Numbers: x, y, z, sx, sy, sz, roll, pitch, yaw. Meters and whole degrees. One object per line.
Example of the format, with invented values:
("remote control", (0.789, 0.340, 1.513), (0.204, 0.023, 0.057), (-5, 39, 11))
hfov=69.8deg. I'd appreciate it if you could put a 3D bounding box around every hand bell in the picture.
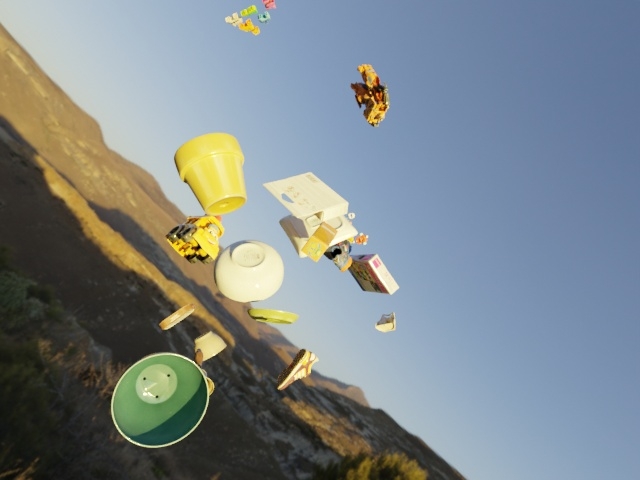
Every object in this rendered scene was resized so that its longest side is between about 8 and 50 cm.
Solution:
("hand bell", (-0.518, 0.543, 1.957), (0.126, 0.126, 0.242), (56, 5, -28))

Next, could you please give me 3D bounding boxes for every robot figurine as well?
("robot figurine", (0.234, -0.680, 2.174), (0.211, 0.085, 0.291), (117, -37, -51))

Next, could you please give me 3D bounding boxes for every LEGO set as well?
("LEGO set", (-0.275, -0.930, 1.941), (0.093, 0.227, 0.087), (3, 72, -70))

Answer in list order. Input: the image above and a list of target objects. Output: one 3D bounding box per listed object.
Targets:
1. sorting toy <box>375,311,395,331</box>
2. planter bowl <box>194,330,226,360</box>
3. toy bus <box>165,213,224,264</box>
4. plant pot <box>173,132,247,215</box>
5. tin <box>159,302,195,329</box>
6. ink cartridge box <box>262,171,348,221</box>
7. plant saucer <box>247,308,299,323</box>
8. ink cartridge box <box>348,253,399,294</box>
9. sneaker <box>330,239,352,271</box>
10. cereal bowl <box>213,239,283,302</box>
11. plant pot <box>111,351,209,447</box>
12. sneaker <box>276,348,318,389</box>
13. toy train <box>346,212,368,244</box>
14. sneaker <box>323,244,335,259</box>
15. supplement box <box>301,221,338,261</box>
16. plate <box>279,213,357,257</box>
("sorting toy", (0.267, 0.319, 1.826), (0.083, 0.075, 0.045), (-18, -51, 29))
("planter bowl", (-0.581, 0.534, 2.356), (0.109, 0.162, 0.162), (61, -15, -3))
("toy bus", (-0.446, -0.029, 1.756), (0.220, 0.211, 0.149), (2, -46, 46))
("plant pot", (-0.392, -0.233, 1.720), (0.254, 0.254, 0.239), (105, -35, -73))
("tin", (-0.698, 0.373, 2.246), (0.040, 0.189, 0.106), (54, -4, 11))
("ink cartridge box", (-0.063, -0.166, 1.833), (0.275, 0.239, 0.060), (44, -39, 39))
("plant saucer", (-0.218, 0.350, 2.094), (0.241, 0.037, 0.241), (5, -18, 2))
("ink cartridge box", (0.212, 0.151, 2.093), (0.186, 0.065, 0.311), (55, -18, -11))
("sneaker", (0.089, 0.044, 2.074), (0.087, 0.083, 0.221), (40, 22, -24))
("cereal bowl", (-0.337, 0.116, 2.163), (0.339, 0.339, 0.141), (40, -37, 29))
("plant pot", (-0.534, 0.501, 1.524), (0.290, 0.290, 0.195), (52, -19, -15))
("sneaker", (-0.084, 0.494, 1.714), (0.084, 0.185, 0.069), (37, 8, -25))
("toy train", (0.162, -0.045, 2.215), (0.046, 0.125, 0.166), (-12, 75, -59))
("sneaker", (0.071, 0.037, 2.342), (0.147, 0.104, 0.296), (37, -11, -21))
("supplement box", (0.000, 0.000, 1.714), (0.080, 0.078, 0.233), (36, 18, -2))
("plate", (-0.017, -0.071, 2.026), (0.045, 0.277, 0.278), (79, -17, -44))
